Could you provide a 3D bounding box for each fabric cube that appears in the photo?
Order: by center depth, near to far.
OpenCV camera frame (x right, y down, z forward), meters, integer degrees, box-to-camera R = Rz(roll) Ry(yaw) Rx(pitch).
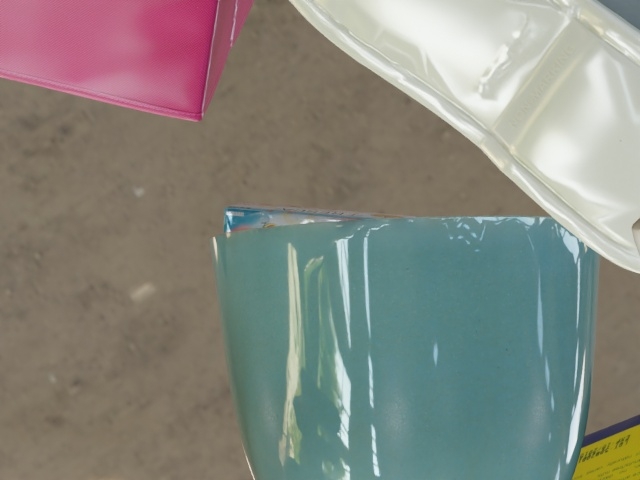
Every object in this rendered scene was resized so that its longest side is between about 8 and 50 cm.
[{"bbox_3d":[-0.174,-0.291,1.329,0.254,0.259,0.258,13,126,2],"label":"fabric cube"}]

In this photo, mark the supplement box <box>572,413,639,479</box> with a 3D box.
[{"bbox_3d":[0.313,0.319,1.451,0.194,0.195,0.356,-27,-164,33],"label":"supplement box"}]

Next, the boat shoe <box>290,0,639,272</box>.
[{"bbox_3d":[0.074,-0.114,0.736,0.116,0.319,0.099,-47,168,22],"label":"boat shoe"}]

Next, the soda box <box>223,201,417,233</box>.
[{"bbox_3d":[0.000,0.000,1.591,0.063,0.183,0.058,-26,119,-75],"label":"soda box"}]

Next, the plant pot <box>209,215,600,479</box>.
[{"bbox_3d":[0.067,0.109,1.221,0.293,0.293,0.235,2,84,-44],"label":"plant pot"}]

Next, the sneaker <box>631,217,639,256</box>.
[{"bbox_3d":[0.232,0.028,0.508,0.292,0.169,0.108,-21,-179,-30],"label":"sneaker"}]
